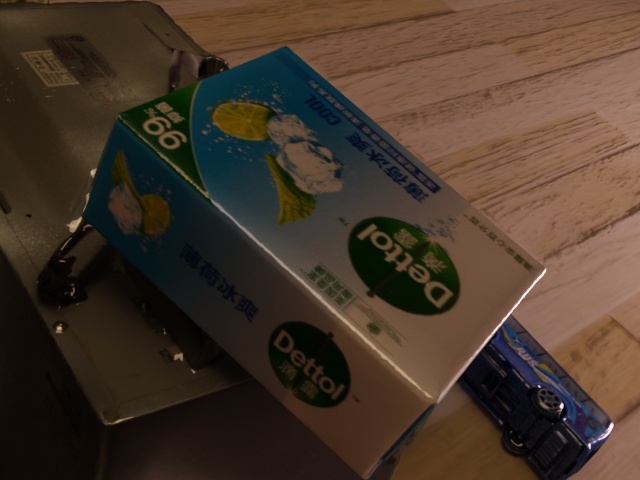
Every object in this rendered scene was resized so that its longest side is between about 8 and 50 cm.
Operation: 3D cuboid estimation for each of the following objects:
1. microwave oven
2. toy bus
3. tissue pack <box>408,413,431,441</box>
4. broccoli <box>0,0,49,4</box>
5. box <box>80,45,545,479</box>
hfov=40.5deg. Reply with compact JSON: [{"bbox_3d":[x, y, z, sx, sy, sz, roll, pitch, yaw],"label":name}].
[{"bbox_3d":[-0.155,0.044,0.656,0.236,0.374,0.432,-14,46,-34],"label":"microwave oven"},{"bbox_3d":[0.206,0.142,0.925,0.094,0.079,0.236,-14,51,-37],"label":"toy bus"},{"bbox_3d":[0.009,0.055,0.843,0.146,0.198,0.263,-7,48,-34],"label":"tissue pack"},{"bbox_3d":[-0.378,-0.279,0.990,0.198,0.275,0.177,-4,49,-26],"label":"broccoli"},{"bbox_3d":[-0.001,0.000,0.444,0.194,0.073,0.139,42,41,10],"label":"box"}]
